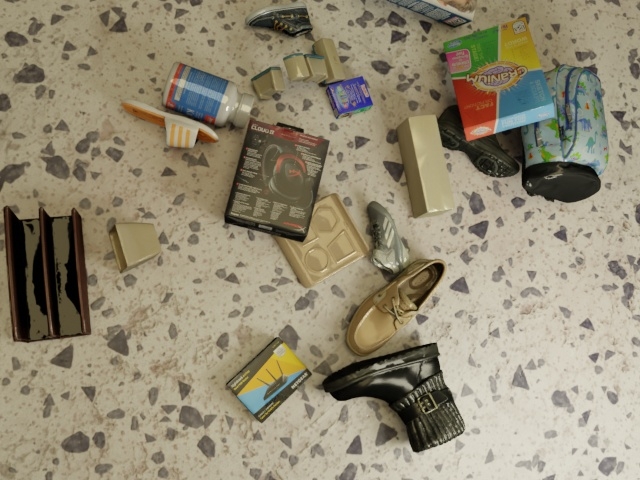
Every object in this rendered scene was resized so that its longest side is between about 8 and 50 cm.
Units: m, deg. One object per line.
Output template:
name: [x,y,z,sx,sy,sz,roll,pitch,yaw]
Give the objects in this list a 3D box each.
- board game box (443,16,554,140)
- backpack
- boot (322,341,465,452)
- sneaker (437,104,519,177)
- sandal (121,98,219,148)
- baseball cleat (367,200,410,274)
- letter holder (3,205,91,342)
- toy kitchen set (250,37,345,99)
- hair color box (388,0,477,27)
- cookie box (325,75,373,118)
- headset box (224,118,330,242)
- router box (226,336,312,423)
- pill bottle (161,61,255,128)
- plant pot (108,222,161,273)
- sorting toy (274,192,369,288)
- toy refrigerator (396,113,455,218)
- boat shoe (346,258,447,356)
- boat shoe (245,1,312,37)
board game box: [0.492,-0.452,1.901,0.242,0.064,0.316,-15,61,14]
backpack: [0.689,-0.319,1.945,0.290,0.273,0.355,12,60,-41]
boot: [0.196,0.427,1.760,0.348,0.131,0.260,-13,84,-16]
sneaker: [0.461,-0.289,1.957,0.286,0.109,0.130,33,69,-9]
sandal: [-0.394,-0.282,1.754,0.265,0.102,0.076,19,78,-1]
baseball cleat: [0.167,-0.005,1.847,0.109,0.072,0.206,-30,89,-29]
letter holder: [-0.629,0.075,1.572,0.152,0.214,0.301,-6,82,-14]
toy kitchen set: [-0.067,-0.472,1.878,0.207,0.166,0.122,-12,83,-52]
hair color box: [0.286,-0.754,1.941,0.347,0.105,0.173,13,90,-23]
cookie box: [0.082,-0.401,1.912,0.107,0.040,0.091,-19,86,-15]
headset box: [-0.109,-0.166,1.766,0.218,0.110,0.293,14,79,-6]
router box: [-0.131,0.354,1.736,0.179,0.046,0.133,-43,92,-16]
pill bottle: [-0.289,-0.370,1.774,0.222,0.124,0.124,18,77,-9]
plant pot: [-0.455,0.011,1.687,0.096,0.109,0.109,-14,84,-28]
sorting toy: [0.000,0.000,1.834,0.208,0.038,0.193,-30,89,-12]
toy refrigerator: [0.295,-0.205,1.901,0.094,0.102,0.269,-9,83,-15]
boat shoe: [0.202,0.167,1.813,0.121,0.110,0.341,45,74,-3]
boat shoe: [-0.111,-0.601,1.884,0.183,0.065,0.083,-18,84,-17]
